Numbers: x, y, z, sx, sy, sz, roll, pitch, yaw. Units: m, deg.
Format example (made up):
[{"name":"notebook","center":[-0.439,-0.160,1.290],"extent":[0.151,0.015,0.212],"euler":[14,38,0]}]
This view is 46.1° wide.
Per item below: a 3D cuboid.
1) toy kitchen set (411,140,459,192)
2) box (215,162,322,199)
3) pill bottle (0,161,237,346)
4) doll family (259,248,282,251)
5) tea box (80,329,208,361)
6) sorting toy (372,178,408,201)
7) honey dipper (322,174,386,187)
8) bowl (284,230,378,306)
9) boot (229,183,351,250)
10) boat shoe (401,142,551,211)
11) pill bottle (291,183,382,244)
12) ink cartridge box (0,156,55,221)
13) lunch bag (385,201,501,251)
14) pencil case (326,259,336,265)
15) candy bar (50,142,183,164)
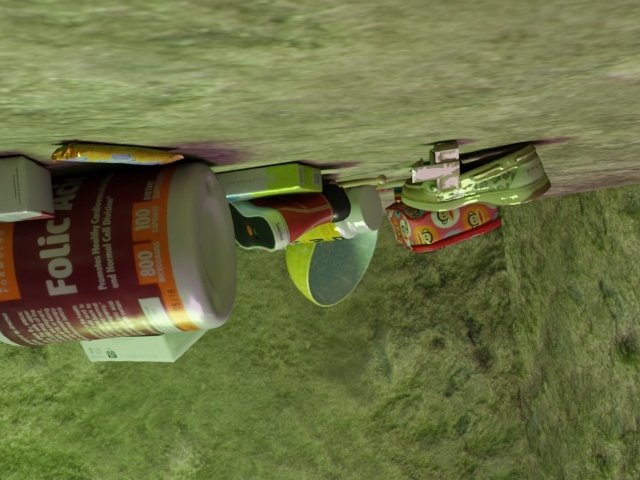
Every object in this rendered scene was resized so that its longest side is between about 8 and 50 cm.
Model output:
[{"name":"toy kitchen set","center":[0.163,-0.123,1.105],"extent":[0.068,0.075,0.083],"euler":[-9,139,4]},{"name":"box","center":[-0.098,-0.087,1.182],"extent":[0.178,0.042,0.109],"euler":[-5,179,19]},{"name":"pill bottle","center":[-0.328,0.025,1.012],"extent":[0.392,0.224,0.224],"euler":[-7,179,8]},{"name":"doll family","center":[-0.199,-0.050,1.833],"extent":[0.262,0.118,0.163],"euler":[14,178,-22]},{"name":"tea box","center":[-0.490,0.125,1.949],"extent":[0.329,0.324,0.220],"euler":[-7,-157,35]},{"name":"sorting toy","center":[0.212,-0.114,1.709],"extent":[0.274,0.046,0.132],"euler":[-6,179,36]},{"name":"honey dipper","center":[0.060,-0.109,1.436],"extent":[0.160,0.031,0.030],"euler":[-8,179,40]},{"name":"bowl","center":[0.000,0.000,1.837],"extent":[0.156,0.290,0.289],"euler":[23,-165,30]},{"name":"boot","center":[-0.055,-0.052,1.292],"extent":[0.176,0.088,0.244],"euler":[-23,-161,-25]},{"name":"boat shoe","center":[0.253,-0.112,1.286],"extent":[0.285,0.089,0.104],"euler":[-3,-152,43]},{"name":"pill bottle","center":[0.018,-0.057,1.604],"extent":[0.208,0.119,0.119],"euler":[-6,179,32]},{"name":"ink cartridge box","center":[-0.388,-0.050,0.836],"extent":[0.150,0.063,0.109],"euler":[-6,179,-4]},{"name":"lunch bag","center":[0.309,-0.070,1.829],"extent":[0.258,0.120,0.293],"euler":[-21,-170,-4]},{"name":"pencil case","center":[-0.028,0.016,2.065],"extent":[0.124,0.124,0.284],"euler":[-6,-139,-33]},{"name":"candy bar","center":[-0.217,-0.092,0.812],"extent":[0.040,0.018,0.161],"euler":[-7,180,32]}]
